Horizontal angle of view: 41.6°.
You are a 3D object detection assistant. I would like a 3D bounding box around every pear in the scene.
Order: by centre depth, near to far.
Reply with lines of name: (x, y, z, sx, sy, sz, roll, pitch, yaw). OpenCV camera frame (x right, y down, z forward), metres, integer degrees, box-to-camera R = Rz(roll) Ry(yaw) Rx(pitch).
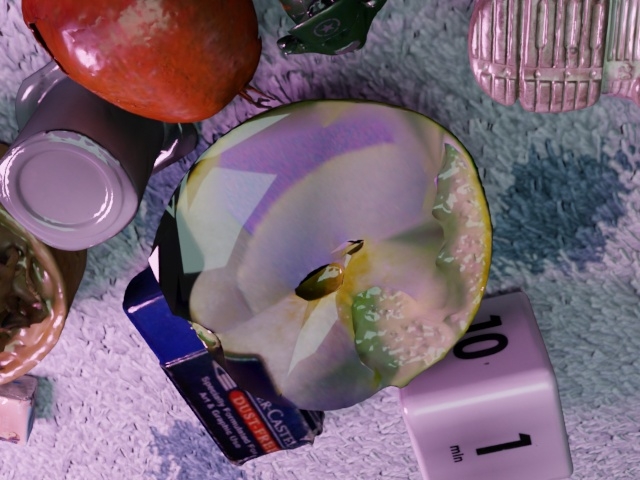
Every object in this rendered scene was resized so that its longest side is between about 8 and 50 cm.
pear: (0.003, -0.003, 1.008, 0.399, 0.165, 0.398, -4, 117, -8)

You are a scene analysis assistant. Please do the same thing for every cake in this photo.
cake: (-0.460, 0.067, 0.982, 0.333, 0.321, 0.332, 1, 121, 1)

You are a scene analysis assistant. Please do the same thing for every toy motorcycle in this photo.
toy motorcycle: (-0.026, -0.294, 0.834, 0.125, 0.187, 0.274, -26, 116, 16)

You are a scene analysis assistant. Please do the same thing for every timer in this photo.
timer: (0.215, 0.210, 1.142, 0.195, 0.192, 0.194, -15, 121, 9)

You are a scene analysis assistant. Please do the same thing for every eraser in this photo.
eraser: (-0.123, 0.167, 1.169, 0.155, 0.101, 0.332, -22, 120, 12)

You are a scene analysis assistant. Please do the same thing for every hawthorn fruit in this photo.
hawthorn fruit: (-0.153, -0.214, 0.873, 0.211, 0.211, 0.299, -33, 135, 18)

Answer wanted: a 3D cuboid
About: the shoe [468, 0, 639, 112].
shoe: (0.323, -0.235, 0.860, 0.351, 0.198, 0.171, 5, 124, 1)

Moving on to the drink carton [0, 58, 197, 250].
drink carton: (-0.266, -0.094, 0.962, 0.191, 0.189, 0.185, -26, 124, 16)

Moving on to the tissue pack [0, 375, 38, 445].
tissue pack: (-0.458, 0.246, 1.244, 0.074, 0.058, 0.094, 12, 121, -5)
